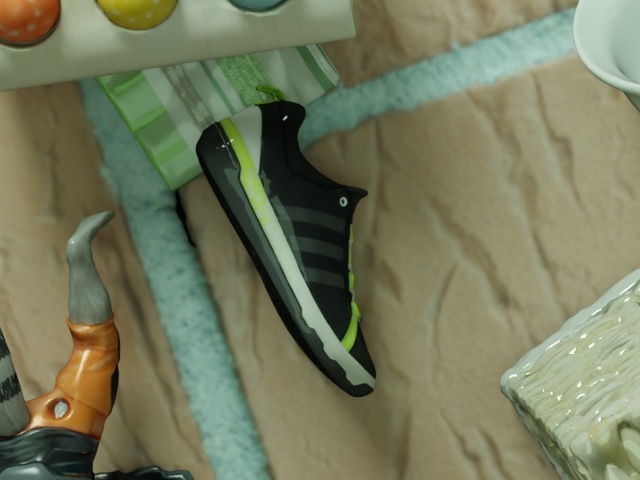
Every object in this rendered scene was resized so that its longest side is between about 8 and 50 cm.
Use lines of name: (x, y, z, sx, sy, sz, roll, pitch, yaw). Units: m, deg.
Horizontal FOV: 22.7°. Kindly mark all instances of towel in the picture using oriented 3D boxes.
towel: (-0.077, -0.121, 1.165, 0.152, 0.023, 0.113, -33, 93, 5)

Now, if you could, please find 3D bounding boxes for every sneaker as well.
sneaker: (0.000, 0.000, 1.143, 0.097, 0.084, 0.235, -29, 100, -8)

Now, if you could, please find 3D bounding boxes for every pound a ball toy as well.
pound a ball toy: (-0.148, -0.213, 1.053, 0.319, 0.136, 0.208, -8, 115, 3)

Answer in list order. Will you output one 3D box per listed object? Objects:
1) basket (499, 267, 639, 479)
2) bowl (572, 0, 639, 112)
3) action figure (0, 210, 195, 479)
basket: (0.349, 0.149, 1.060, 0.328, 0.266, 0.331, -36, 95, 4)
bowl: (0.327, -0.140, 1.046, 0.298, 0.298, 0.134, -30, 118, 4)
action figure: (-0.250, 0.176, 1.128, 0.341, 0.178, 0.330, -15, 85, 1)
